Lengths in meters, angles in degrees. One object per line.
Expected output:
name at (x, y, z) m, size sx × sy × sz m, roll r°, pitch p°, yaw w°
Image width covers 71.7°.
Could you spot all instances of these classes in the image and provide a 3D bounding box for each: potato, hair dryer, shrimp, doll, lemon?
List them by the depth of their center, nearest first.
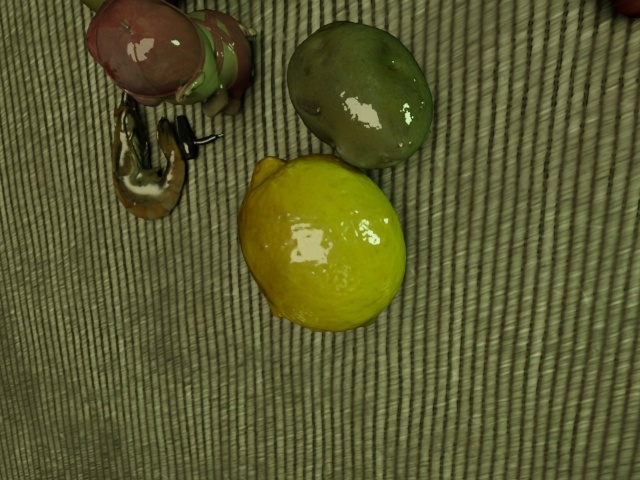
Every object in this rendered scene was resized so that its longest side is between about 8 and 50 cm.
potato at (0.055, -0.199, 0.607) m, size 0.178 × 0.160 × 0.235 m, roll -27°, pitch 64°, yaw 6°
doll at (-0.209, -0.265, 0.638) m, size 0.196 × 0.256 × 0.152 m, roll 19°, pitch 112°, yaw 13°
lemon at (0.000, 0.000, 0.642) m, size 0.233 × 0.233 × 0.288 m, roll -35°, pitch 93°, yaw 21°
hair dryer at (-0.212, -0.188, 0.782) m, size 0.083 × 0.031 × 0.079 m, roll -12°, pitch 89°, yaw 6°
shrimp at (-0.313, -0.158, 0.799) m, size 0.145 × 0.059 × 0.254 m, roll 12°, pitch 105°, yaw 12°

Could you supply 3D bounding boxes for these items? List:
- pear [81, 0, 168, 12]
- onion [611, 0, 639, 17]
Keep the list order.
pear at (-0.308, -0.429, 0.699) m, size 0.167 × 0.136 × 0.167 m, roll 4°, pitch 101°, yaw 20°
onion at (0.399, -0.356, 0.499) m, size 0.184 × 0.147 × 0.184 m, roll 6°, pitch 140°, yaw 5°
